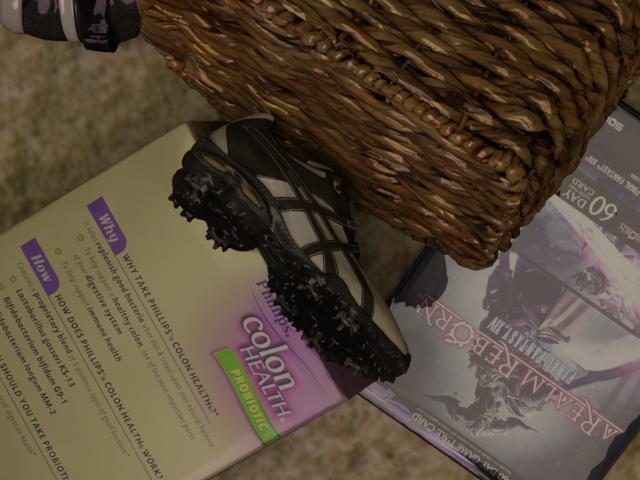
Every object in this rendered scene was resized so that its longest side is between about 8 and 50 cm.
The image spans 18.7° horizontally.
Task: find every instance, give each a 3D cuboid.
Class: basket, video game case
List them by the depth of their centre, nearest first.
[{"bbox_3d":[0.059,-0.155,1.258,0.299,0.213,0.223,34,71,9],"label":"basket"},{"bbox_3d":[0.166,0.041,1.350,0.196,0.026,0.274,35,102,2],"label":"video game case"}]

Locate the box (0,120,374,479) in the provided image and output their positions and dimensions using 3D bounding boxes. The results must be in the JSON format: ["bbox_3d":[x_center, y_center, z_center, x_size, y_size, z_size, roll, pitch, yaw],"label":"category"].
[{"bbox_3d":[-0.123,0.068,1.337,0.243,0.117,0.213,-31,86,13],"label":"box"}]

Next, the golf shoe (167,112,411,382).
[{"bbox_3d":[0.000,0.000,1.234,0.198,0.077,0.094,48,59,-6],"label":"golf shoe"}]

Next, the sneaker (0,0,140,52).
[{"bbox_3d":[-0.141,-0.236,1.326,0.121,0.079,0.217,13,109,3],"label":"sneaker"}]
